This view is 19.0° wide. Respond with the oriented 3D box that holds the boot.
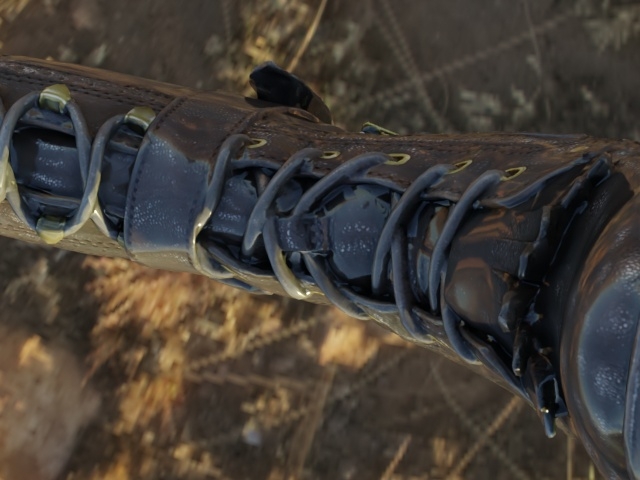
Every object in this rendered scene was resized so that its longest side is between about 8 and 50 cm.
[{"bbox_3d":[0.000,0.000,0.482,0.229,0.263,0.091,13,94,9],"label":"boot"}]
